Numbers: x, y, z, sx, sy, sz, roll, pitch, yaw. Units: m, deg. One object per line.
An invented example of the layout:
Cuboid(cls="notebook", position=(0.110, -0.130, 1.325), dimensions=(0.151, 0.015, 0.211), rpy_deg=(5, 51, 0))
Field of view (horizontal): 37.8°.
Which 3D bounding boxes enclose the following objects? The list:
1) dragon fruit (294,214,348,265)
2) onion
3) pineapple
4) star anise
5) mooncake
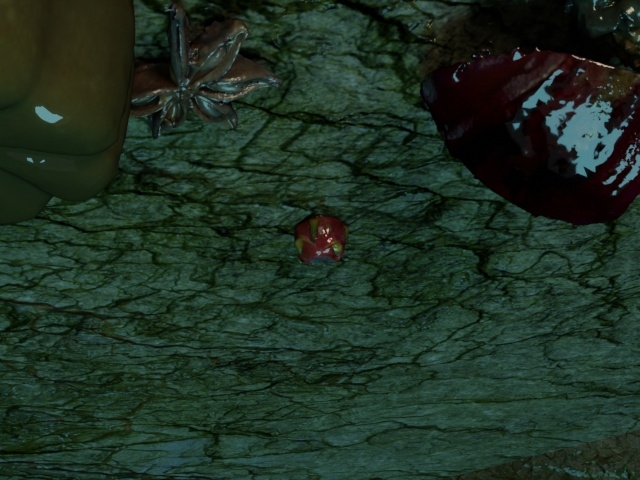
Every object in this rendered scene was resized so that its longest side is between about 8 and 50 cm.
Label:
Cuboid(cls="dragon fruit", position=(0.000, 0.000, 1.371), dimensions=(0.083, 0.056, 0.060), rpy_deg=(-7, 151, 6))
Cuboid(cls="onion", position=(0.243, -0.105, 1.073), dimensions=(0.280, 0.146, 0.314), rpy_deg=(11, 172, -5))
Cuboid(cls="pineapple", position=(0.301, -0.251, 0.957), dimensions=(0.251, 0.125, 0.125), rpy_deg=(20, 143, -21))
Cuboid(cls="star anise", position=(-0.141, -0.179, 1.037), dimensions=(0.171, 0.063, 0.208), rpy_deg=(13, 142, -36))
Cuboid(cls="mooncake", position=(-0.350, -0.149, 0.834), dimensions=(0.378, 0.201, 0.378), rpy_deg=(-5, 165, -1))
